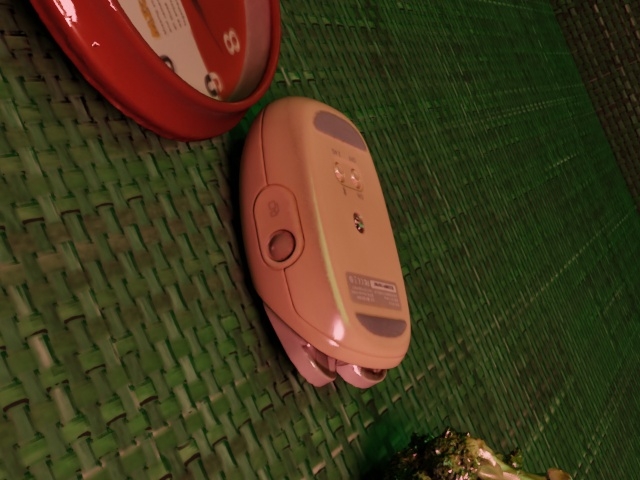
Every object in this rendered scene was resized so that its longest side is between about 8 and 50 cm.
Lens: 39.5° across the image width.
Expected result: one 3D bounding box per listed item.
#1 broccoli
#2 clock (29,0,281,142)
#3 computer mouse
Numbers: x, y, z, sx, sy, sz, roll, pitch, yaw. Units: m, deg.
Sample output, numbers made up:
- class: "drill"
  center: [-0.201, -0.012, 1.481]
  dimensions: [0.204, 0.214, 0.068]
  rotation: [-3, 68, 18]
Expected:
- class: "broccoli"
  center: [0.118, 0.230, 0.685]
  dimensions: [0.195, 0.156, 0.195]
  rotation: [164, -90, -86]
- class: "clock"
  center: [-0.130, -0.225, 0.647]
  dimensions: [0.318, 0.080, 0.319]
  rotation: [43, 40, -53]
- class: "computer mouse"
  center: [0.000, 0.000, 0.709]
  dimensions: [0.145, 0.082, 0.237]
  rotation: [13, 61, -57]
